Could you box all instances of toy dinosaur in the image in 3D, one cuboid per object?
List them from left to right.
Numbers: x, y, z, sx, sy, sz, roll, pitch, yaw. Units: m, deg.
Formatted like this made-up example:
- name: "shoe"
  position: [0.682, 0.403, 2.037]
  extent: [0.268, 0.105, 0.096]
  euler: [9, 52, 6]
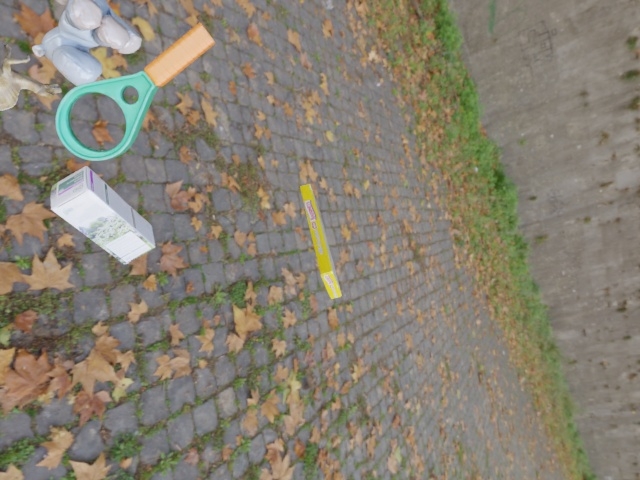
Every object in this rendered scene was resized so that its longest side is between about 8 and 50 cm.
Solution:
- name: "toy dinosaur"
  position: [-0.470, -0.225, 0.589]
  extent: [0.183, 0.053, 0.093]
  euler: [-18, 100, -25]

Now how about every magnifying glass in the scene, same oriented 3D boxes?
- name: "magnifying glass"
  position: [-0.230, -0.188, 0.533]
  extent: [0.092, 0.231, 0.026]
  euler: [52, 4, -13]

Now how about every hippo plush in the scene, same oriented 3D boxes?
- name: "hippo plush"
  position: [-0.678, -0.569, 1.155]
  extent: [0.294, 0.236, 0.234]
  euler: [50, 12, 6]

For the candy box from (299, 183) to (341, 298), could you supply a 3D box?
- name: "candy box"
  position: [0.000, 0.000, 0.821]
  extent: [0.105, 0.027, 0.206]
  euler: [65, 9, -56]

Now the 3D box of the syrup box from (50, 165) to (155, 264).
- name: "syrup box"
  position: [-0.509, -0.054, 1.013]
  extent: [0.096, 0.093, 0.237]
  euler: [60, 1, 40]
